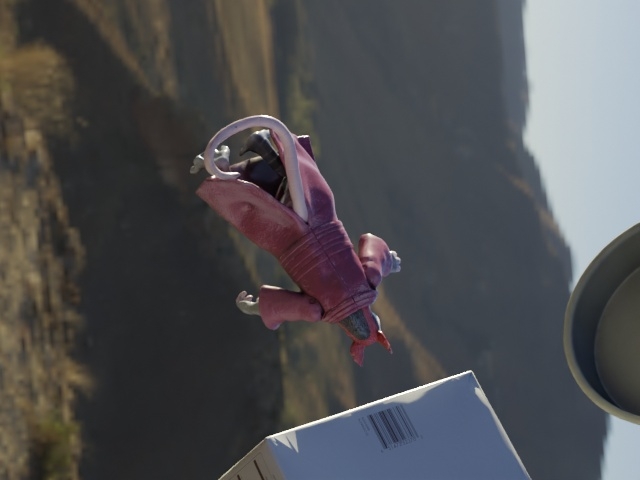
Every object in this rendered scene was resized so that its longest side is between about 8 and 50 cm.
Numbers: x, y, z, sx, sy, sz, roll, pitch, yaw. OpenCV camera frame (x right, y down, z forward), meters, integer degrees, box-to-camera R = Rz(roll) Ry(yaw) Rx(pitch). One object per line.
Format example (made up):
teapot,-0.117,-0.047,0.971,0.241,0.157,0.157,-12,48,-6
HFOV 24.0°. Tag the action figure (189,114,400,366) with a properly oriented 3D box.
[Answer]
action figure,0.000,0.000,2.101,0.370,0.248,0.276,55,-19,7

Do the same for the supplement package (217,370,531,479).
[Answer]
supplement package,0.058,0.265,1.393,0.145,0.261,0.204,-46,-115,45

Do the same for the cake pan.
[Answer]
cake pan,0.422,0.092,1.711,0.054,0.293,0.293,48,31,-44
